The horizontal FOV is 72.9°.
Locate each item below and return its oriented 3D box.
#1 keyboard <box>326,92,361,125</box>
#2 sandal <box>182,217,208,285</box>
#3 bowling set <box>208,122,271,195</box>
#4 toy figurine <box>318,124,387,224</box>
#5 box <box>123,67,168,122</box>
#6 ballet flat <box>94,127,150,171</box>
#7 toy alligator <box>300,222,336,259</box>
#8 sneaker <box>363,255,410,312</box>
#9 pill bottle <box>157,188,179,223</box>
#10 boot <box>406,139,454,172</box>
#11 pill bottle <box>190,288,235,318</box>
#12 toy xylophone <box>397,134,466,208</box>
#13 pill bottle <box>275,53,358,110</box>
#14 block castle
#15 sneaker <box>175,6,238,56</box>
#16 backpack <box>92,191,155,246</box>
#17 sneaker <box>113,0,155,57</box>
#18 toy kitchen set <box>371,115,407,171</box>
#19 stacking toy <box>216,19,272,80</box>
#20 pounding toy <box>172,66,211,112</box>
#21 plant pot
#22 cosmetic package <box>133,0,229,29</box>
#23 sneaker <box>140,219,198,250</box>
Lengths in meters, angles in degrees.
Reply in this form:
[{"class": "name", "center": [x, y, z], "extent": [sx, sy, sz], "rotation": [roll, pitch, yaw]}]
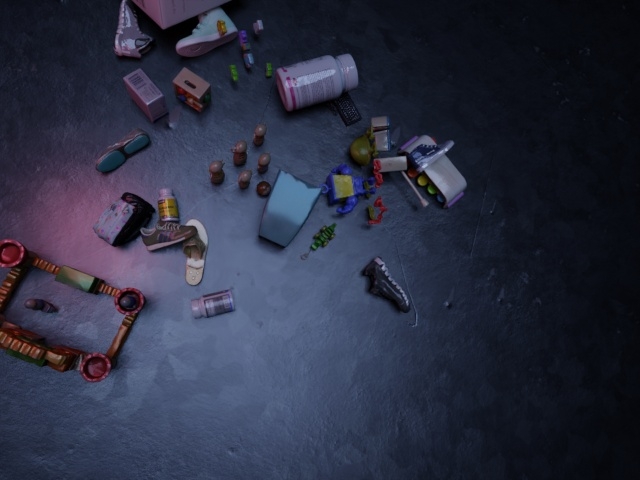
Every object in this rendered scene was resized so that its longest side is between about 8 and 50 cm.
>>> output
[{"class": "keyboard", "center": [0.083, -0.546, 1.733], "extent": [0.108, 0.023, 0.180], "rotation": [-28, 86, -15]}, {"class": "sandal", "center": [-0.433, 0.032, 1.489], "extent": [0.088, 0.079, 0.239], "rotation": [0, 80, -12]}, {"class": "bowling set", "center": [-0.238, -0.266, 1.546], "extent": [0.200, 0.154, 0.287], "rotation": [41, 75, -2]}, {"class": "toy figurine", "center": [0.099, -0.232, 1.602], "extent": [0.218, 0.191, 0.362], "rotation": [-7, 80, -8]}, {"class": "box", "center": [-0.608, -0.505, 1.519], "extent": [0.072, 0.137, 0.126], "rotation": [-41, 90, -17]}, {"class": "ballet flat", "center": [-0.697, -0.317, 1.512], "extent": [0.213, 0.072, 0.068], "rotation": [-41, 63, -16]}, {"class": "toy alligator", "center": [0.000, 0.000, 1.601], "extent": [0.056, 0.051, 0.189], "rotation": [44, 74, -1]}, {"class": "sneaker", "center": [0.238, 0.181, 1.610], "extent": [0.106, 0.078, 0.234], "rotation": [-32, 84, -13]}, {"class": "pill bottle", "center": [-0.530, -0.118, 1.504], "extent": [0.065, 0.065, 0.116], "rotation": [-8, 81, -13]}, {"class": "boot", "center": [0.421, -0.346, 1.657], "extent": [0.190, 0.069, 0.086], "rotation": [-39, 93, -12]}, {"class": "pill bottle", "center": [-0.365, 0.218, 1.471], "extent": [0.137, 0.078, 0.078], "rotation": [-12, 83, -14]}, {"class": "toy xylophone", "center": [0.430, -0.267, 1.725], "extent": [0.236, 0.081, 0.322], "rotation": [-31, 88, -14]}, {"class": "pill bottle", "center": [-0.013, -0.602, 1.637], "extent": [0.283, 0.160, 0.160], "rotation": [-18, 84, -7]}, {"class": "block castle", "center": [-0.799, 0.216, 1.310], "extent": [0.454, 0.213, 0.302], "rotation": [24, 76, -7]}, {"class": "sneaker", "center": [-0.456, -0.796, 1.625], "extent": [0.256, 0.094, 0.151], "rotation": [-35, 94, -25]}, {"class": "backpack", "center": [-0.656, -0.069, 1.439], "extent": [0.115, 0.152, 0.182], "rotation": [37, 87, 2]}, {"class": "sneaker", "center": [-0.671, -0.775, 1.592], "extent": [0.132, 0.086, 0.228], "rotation": [9, 87, -17]}, {"class": "toy kitchen set", "center": [0.268, -0.374, 1.682], "extent": [0.122, 0.166, 0.206], "rotation": [-3, 100, 10]}, {"class": "stacking toy", "center": [-0.284, -0.721, 1.640], "extent": [0.167, 0.052, 0.220], "rotation": [-19, 102, -30]}, {"class": "pounding toy", "center": [-0.456, -0.525, 1.559], "extent": [0.141, 0.130, 0.100], "rotation": [33, 75, -5]}, {"class": "plant pot", "center": [-0.123, -0.098, 1.542], "extent": [0.166, 0.165, 0.234], "rotation": [24, 83, -7]}, {"class": "cosmetic package", "center": [-0.496, -1.018, 1.481], "extent": [0.329, 0.327, 0.394], "rotation": [43, 63, 12]}, {"class": "sneaker", "center": [-0.516, -0.032, 1.451], "extent": [0.192, 0.064, 0.086], "rotation": [-18, 112, 10]}]
